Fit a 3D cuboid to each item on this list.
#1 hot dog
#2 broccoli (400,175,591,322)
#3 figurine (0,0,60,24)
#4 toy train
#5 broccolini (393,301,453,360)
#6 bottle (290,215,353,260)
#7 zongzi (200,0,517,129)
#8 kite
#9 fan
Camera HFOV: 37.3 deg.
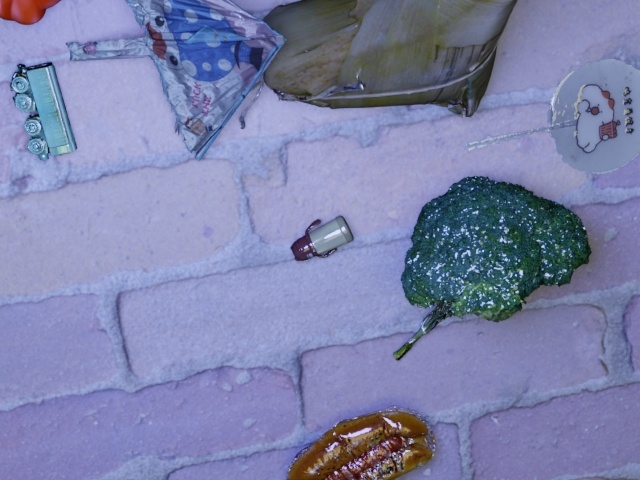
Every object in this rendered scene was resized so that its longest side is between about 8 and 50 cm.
[{"bbox_3d":[0.067,0.372,1.633,0.268,0.075,0.144,-26,109,3],"label":"hot dog"},{"bbox_3d":[0.268,0.028,1.483,0.295,0.265,0.245,-25,137,12],"label":"broccoli"},{"bbox_3d":[-0.416,-0.442,1.278,0.257,0.181,0.208,49,67,-24],"label":"figurine"},{"bbox_3d":[-0.416,-0.195,1.419,0.071,0.038,0.147,-14,107,-6],"label":"toy train"},{"bbox_3d":[0.178,0.153,1.611,0.140,0.030,0.035,-48,142,13],"label":"broccolini"},{"bbox_3d":[-0.001,-0.002,1.529,0.101,0.047,0.063,-26,94,6],"label":"bottle"},{"bbox_3d":[0.045,-0.293,1.295,0.448,0.418,0.181,-4,80,-4],"label":"zongzi"},{"bbox_3d":[-0.210,-0.278,1.334,0.369,0.014,0.406,2,131,25],"label":"kite"},{"bbox_3d":[0.393,-0.185,1.539,0.329,0.009,0.190,-11,108,-4],"label":"fan"}]
